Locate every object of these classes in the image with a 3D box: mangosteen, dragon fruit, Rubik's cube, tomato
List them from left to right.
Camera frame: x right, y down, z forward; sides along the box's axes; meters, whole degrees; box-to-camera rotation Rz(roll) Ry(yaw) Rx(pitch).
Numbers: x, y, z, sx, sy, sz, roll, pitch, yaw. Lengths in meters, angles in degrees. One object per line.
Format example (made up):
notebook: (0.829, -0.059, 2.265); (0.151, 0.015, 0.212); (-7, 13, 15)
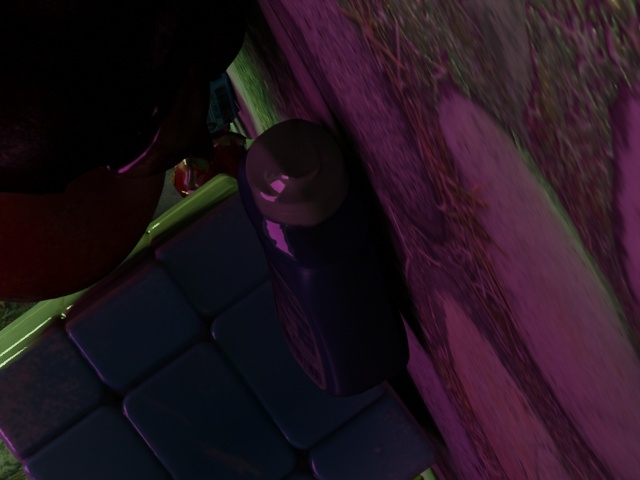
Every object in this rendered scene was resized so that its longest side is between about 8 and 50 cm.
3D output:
tomato: (-0.271, -0.066, 1.668); (0.265, 0.265, 0.265); (61, 175, 9)
mangosteen: (-0.203, -0.173, 1.440); (0.347, 0.307, 0.307); (28, -165, -33)
Rubik's cube: (-0.117, 0.151, 1.808); (0.322, 0.316, 0.319); (55, 178, -8)
dragon fruit: (-0.127, -0.096, 2.146); (0.094, 0.094, 0.190); (60, 163, 21)

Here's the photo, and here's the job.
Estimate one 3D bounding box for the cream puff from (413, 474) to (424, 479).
cream puff: (0.094, 0.312, 1.977); (0.121, 0.156, 0.156); (18, -167, -21)

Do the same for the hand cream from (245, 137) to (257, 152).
hand cream: (-0.047, -0.065, 1.740); (0.080, 0.050, 0.234); (53, 179, -2)

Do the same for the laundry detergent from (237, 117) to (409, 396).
laundry detergent: (0.000, 0.000, 1.389); (0.290, 0.094, 0.143); (77, 171, -59)

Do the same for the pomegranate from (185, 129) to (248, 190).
pomegranate: (-0.174, -0.144, 2.015); (0.191, 0.152, 0.131); (50, -162, -15)

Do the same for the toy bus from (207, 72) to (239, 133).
toy bus: (-0.112, -0.149, 1.924); (0.038, 0.046, 0.083); (59, 172, 27)
